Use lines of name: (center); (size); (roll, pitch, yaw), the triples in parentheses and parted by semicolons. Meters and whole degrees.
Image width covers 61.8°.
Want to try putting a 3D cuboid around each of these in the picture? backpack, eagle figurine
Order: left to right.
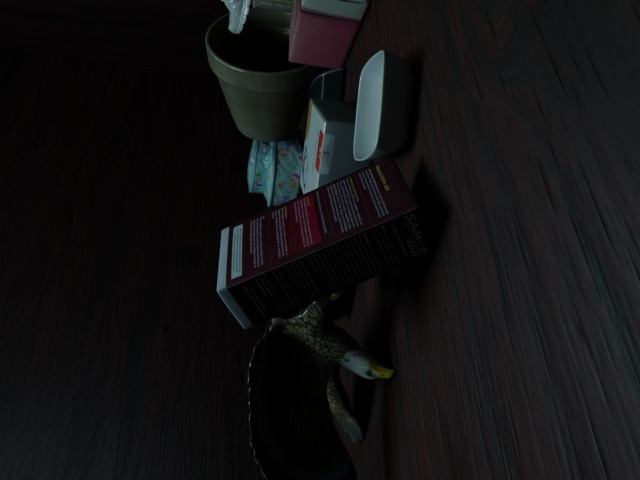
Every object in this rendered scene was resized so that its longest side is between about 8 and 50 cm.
backpack: (-0.128, -0.222, 1.652); (0.253, 0.191, 0.225); (-109, 26, -54)
eagle figurine: (-0.004, 0.174, 0.744); (0.225, 0.226, 0.298); (31, 112, 56)

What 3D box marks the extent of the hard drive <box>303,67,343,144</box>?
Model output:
hard drive: (0.003, -0.306, 1.282); (0.255, 0.054, 0.172); (-165, 79, -80)

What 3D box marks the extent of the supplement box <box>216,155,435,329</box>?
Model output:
supplement box: (0.000, 0.000, 0.641); (0.130, 0.239, 0.073); (-100, -16, -55)

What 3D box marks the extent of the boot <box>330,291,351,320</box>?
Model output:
boot: (-0.031, 0.006, 0.992); (0.229, 0.091, 0.263); (-103, -14, -54)

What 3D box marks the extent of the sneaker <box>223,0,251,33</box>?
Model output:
sneaker: (-0.215, -0.624, 1.266); (0.103, 0.111, 0.252); (-96, 10, -58)

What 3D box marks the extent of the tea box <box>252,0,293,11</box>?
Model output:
tea box: (-0.028, -0.731, 1.163); (0.323, 0.220, 0.328); (123, 150, -74)

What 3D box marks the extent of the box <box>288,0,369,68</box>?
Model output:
box: (0.012, -0.483, 1.099); (0.232, 0.127, 0.148); (128, 146, -73)

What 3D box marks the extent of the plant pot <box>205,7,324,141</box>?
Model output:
plant pot: (-0.150, -0.442, 1.502); (0.280, 0.323, 0.323); (98, 171, -50)

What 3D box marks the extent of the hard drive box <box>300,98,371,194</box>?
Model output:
hard drive box: (0.025, -0.153, 0.995); (0.232, 0.089, 0.181); (-110, 25, -66)

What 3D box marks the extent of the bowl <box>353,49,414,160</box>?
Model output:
bowl: (0.088, -0.181, 0.747); (0.142, 0.053, 0.142); (-159, 74, -79)
